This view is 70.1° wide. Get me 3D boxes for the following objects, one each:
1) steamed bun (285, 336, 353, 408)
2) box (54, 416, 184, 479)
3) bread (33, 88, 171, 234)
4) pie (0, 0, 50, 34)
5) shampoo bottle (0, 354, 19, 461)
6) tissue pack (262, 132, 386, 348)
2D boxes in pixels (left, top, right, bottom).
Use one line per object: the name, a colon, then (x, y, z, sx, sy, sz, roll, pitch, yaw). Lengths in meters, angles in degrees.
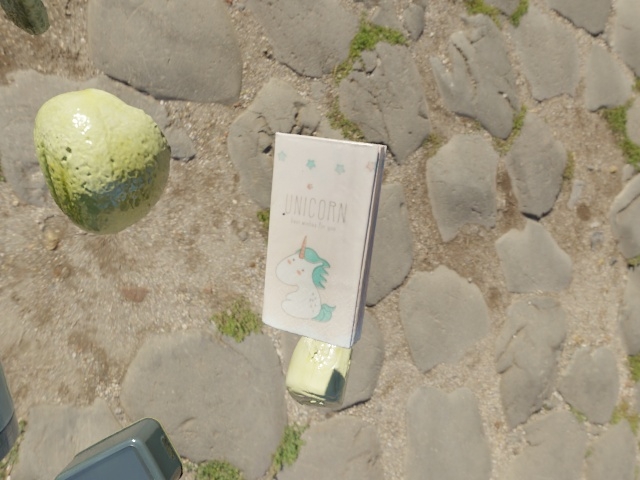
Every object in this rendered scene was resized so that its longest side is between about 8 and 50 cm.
steamed bun: (0.000, 0.339, 1.256, 0.166, 0.273, 0.232, 9, 69, 7)
box: (-0.379, 0.447, 0.859, 0.201, 0.090, 0.144, -27, 92, 1)
bread: (-0.499, -0.171, 1.028, 0.320, 0.321, 0.237, 57, 44, -16)
pie: (-0.160, -0.143, 0.227, 0.017, 0.085, 0.085, -32, 104, -25)
shampoo bottle: (-0.786, 0.269, 0.845, 0.331, 0.331, 0.342, -9, 107, -24)
tissue pack: (0.000, 0.000, 0.737, 0.071, 0.170, 0.325, -25, 123, -65)
